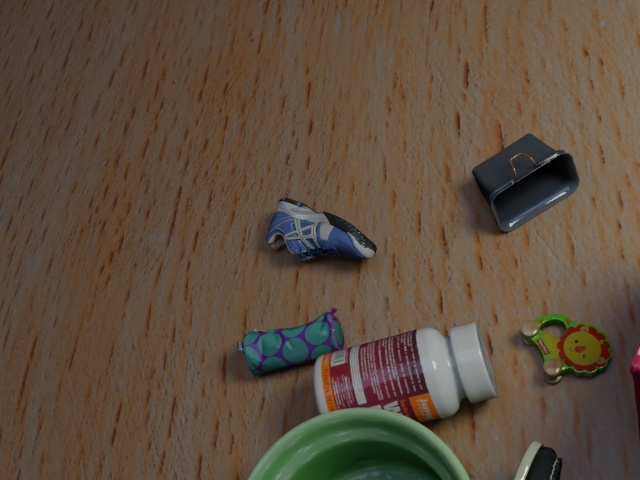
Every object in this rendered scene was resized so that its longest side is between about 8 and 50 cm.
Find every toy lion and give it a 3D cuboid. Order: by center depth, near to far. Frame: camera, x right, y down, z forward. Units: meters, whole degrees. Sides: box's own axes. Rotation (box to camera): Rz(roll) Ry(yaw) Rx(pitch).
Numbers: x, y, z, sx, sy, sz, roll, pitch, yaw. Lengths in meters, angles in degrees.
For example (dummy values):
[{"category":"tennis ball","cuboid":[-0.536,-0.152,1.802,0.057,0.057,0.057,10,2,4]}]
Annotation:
[{"category":"toy lion","cuboid":[0.324,0.137,1.020,0.096,0.034,0.100,-24,53,0]}]

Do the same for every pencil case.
[{"category":"pencil case","cuboid":[-0.041,0.151,1.152,0.152,0.064,0.070,-15,71,15]}]

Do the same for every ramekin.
[{"category":"ramekin","cuboid":[0.056,0.366,0.921,0.303,0.148,0.303,-12,56,18]}]

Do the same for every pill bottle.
[{"category":"pill bottle","cuboid":[0.111,0.183,1.028,0.221,0.121,0.121,-17,55,14]}]

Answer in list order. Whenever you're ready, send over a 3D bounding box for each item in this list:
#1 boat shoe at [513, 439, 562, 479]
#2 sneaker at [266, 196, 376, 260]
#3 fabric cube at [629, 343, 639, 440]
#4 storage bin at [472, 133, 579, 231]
[{"category":"boat shoe","cuboid":[0.238,0.393,0.837,0.113,0.127,0.340,8,65,27]},{"category":"sneaker","cuboid":[0.000,0.000,1.228,0.211,0.080,0.081,19,76,43]},{"category":"fabric cube","cuboid":[0.498,0.118,0.811,0.258,0.254,0.259,18,69,32]},{"category":"storage bin","cuboid":[0.290,-0.096,1.146,0.135,0.098,0.091,-33,42,2]}]
